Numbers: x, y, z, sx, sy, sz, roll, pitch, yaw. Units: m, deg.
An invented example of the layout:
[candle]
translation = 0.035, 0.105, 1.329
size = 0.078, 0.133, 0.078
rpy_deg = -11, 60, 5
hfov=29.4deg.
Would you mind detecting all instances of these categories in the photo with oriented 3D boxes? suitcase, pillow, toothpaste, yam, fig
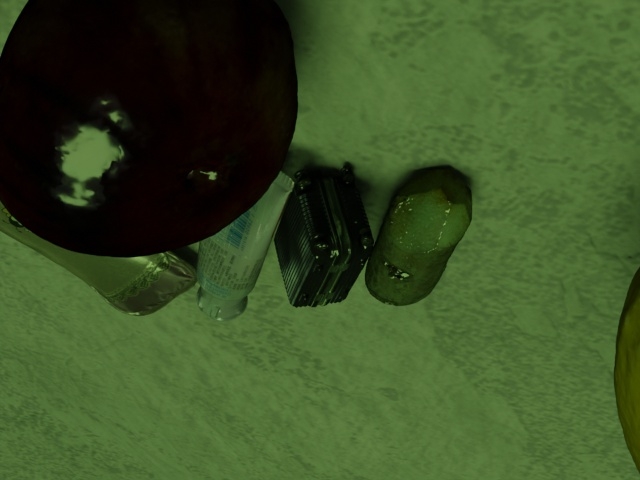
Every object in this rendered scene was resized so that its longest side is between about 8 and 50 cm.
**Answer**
[suitcase]
translation = 0.000, 0.000, 1.060
size = 0.059, 0.086, 0.126
rpy_deg = -5, 152, -19
[pillow]
translation = -0.232, 0.000, 1.195
size = 0.233, 0.038, 0.131
rpy_deg = 36, 138, -26
[toothpaste]
translation = -0.078, -0.006, 1.112
size = 0.089, 0.057, 0.234
rpy_deg = 35, 147, 12
[yam]
translation = 0.082, 0.001, 1.048
size = 0.070, 0.069, 0.146
rpy_deg = 16, 148, -2
[fig]
translation = -0.130, -0.101, 0.855
size = 0.214, 0.235, 0.235
rpy_deg = 56, 142, 6

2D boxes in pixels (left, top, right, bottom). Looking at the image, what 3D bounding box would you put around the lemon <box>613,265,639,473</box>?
[lemon]
translation = 0.358, 0.110, 0.930
size = 0.285, 0.285, 0.316
rpy_deg = -15, 94, 37
